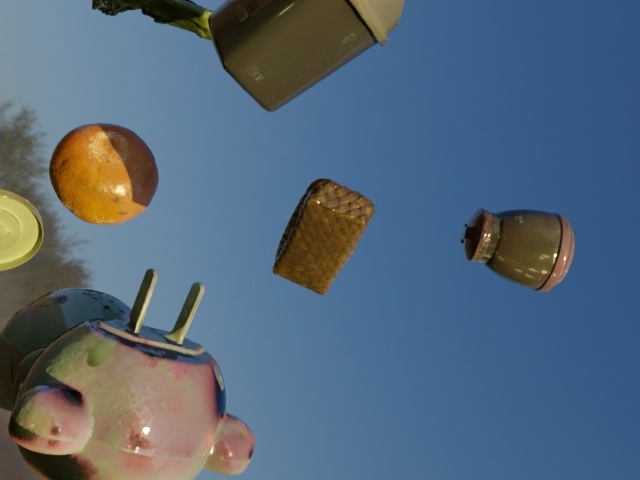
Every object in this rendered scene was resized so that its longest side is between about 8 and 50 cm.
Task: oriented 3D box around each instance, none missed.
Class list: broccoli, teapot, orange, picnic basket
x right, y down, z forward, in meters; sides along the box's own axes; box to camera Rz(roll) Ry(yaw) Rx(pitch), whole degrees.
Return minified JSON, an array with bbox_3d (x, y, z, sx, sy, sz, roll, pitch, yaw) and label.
[{"bbox_3d":[-0.345,-0.510,1.592,0.304,0.145,0.164,26,-33,9],"label":"broccoli"},{"bbox_3d":[0.277,-0.002,1.077,0.148,0.146,0.116,-84,-171,-61],"label":"teapot"},{"bbox_3d":[-0.445,-0.136,1.538,0.224,0.224,0.170,58,-37,24],"label":"orange"},{"bbox_3d":[0.000,0.000,1.104,0.110,0.054,0.193,25,-49,-3],"label":"picnic basket"}]

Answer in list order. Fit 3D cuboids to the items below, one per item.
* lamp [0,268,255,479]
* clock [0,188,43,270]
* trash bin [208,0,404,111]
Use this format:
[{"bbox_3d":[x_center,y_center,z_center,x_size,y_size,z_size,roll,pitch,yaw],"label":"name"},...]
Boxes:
[{"bbox_3d":[-0.215,0.137,0.787,0.301,0.247,0.247,23,-91,54],"label":"lamp"},{"bbox_3d":[-0.725,-0.019,1.613,0.234,0.235,0.029,103,-27,-44],"label":"clock"},{"bbox_3d":[-0.019,-0.354,1.154,0.182,0.290,0.209,42,20,-44],"label":"trash bin"}]
